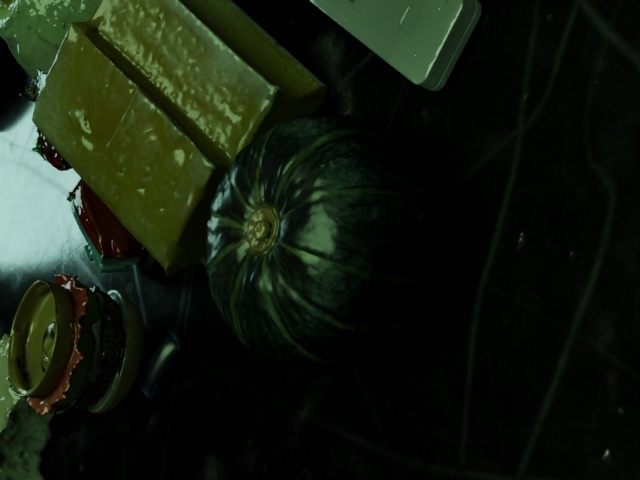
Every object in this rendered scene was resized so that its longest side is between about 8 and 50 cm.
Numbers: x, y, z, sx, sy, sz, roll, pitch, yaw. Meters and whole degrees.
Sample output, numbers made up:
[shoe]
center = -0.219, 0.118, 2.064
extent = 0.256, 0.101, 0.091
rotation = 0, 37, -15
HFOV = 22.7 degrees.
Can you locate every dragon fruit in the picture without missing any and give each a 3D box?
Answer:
[dragon fruit]
center = -0.302, -0.139, 1.986
extent = 0.138, 0.175, 0.142
rotation = 112, 171, -61

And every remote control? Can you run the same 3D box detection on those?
[remote control]
center = 0.071, -0.245, 1.631
extent = 0.250, 0.034, 0.103
rotation = 44, 113, 48

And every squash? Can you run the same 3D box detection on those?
[squash]
center = 0.000, 0.000, 1.532
extent = 0.252, 0.165, 0.252
rotation = -16, 69, 46

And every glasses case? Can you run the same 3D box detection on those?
[glasses case]
center = -0.186, 0.143, 1.836
extent = 0.083, 0.023, 0.033
rotation = -61, 38, 18

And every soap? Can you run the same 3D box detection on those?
[soap]
center = -0.157, -0.142, 1.746
extent = 0.281, 0.143, 0.259
rotation = 44, 114, 30

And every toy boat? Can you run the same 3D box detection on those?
[toy boat]
center = -0.269, -0.024, 1.963
extent = 0.173, 0.069, 0.059
rotation = 62, 143, 39

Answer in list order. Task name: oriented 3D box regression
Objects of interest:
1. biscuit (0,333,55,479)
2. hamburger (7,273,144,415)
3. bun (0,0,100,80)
[biscuit]
center = -0.427, 0.257, 2.034
extent = 0.179, 0.084, 0.281
rotation = 11, 86, 41
[hamburger]
center = -0.279, 0.126, 1.866
extent = 0.175, 0.136, 0.175
rotation = -29, 54, 49
[bun]
center = -0.337, -0.336, 2.065
extent = 0.283, 0.179, 0.283
rotation = -25, 58, 46
